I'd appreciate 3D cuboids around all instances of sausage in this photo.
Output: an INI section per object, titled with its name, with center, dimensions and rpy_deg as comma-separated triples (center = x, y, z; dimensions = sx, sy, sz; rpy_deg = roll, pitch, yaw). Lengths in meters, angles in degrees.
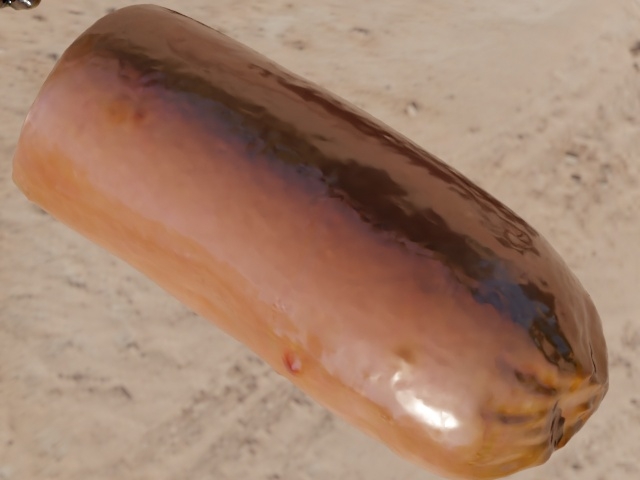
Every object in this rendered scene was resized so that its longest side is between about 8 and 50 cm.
[sausage]
center = 0.000, 0.000, 0.685
dimensions = 0.259, 0.113, 0.114
rpy_deg = 33, 103, 21

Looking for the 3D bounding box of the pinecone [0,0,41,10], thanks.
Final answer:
[pinecone]
center = -0.318, -0.289, 1.332
dimensions = 0.309, 0.244, 0.244
rpy_deg = 6, 103, -32
